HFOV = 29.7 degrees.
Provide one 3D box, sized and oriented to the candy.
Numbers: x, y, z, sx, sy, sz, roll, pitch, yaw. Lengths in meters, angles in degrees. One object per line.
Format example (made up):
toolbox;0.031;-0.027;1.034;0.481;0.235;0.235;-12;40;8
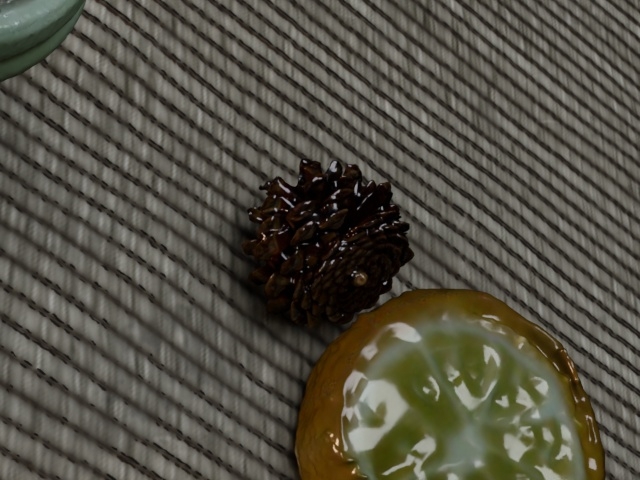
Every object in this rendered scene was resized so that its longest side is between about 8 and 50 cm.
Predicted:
candy;0.105;0.163;0.959;0.260;0.118;0.260;12;63;-24

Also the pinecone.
pinecone;0.001;-0.001;0.963;0.140;0.140;0.121;-15;54;-35

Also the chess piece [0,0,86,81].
chess piece;-0.271;-0.136;0.744;0.194;0.299;0.194;13;64;-27
